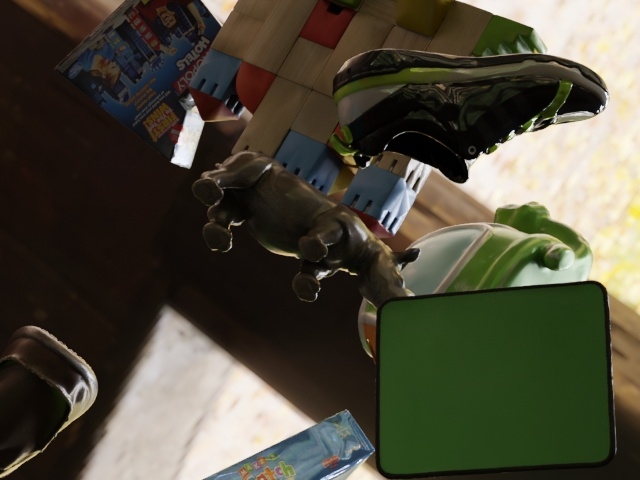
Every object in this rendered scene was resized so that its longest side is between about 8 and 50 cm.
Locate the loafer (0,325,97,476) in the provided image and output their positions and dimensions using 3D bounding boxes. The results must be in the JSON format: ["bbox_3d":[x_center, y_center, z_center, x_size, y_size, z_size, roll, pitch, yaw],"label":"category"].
[{"bbox_3d":[-0.397,0.237,2.236,0.130,0.133,0.366,-55,-178,-38],"label":"loafer"}]

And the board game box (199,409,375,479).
[{"bbox_3d":[-0.073,0.200,1.135,0.160,0.039,0.211,-22,159,-36],"label":"board game box"}]

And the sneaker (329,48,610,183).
[{"bbox_3d":[0.114,-0.087,1.339,0.234,0.097,0.084,0,164,-17],"label":"sneaker"}]

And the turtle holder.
[{"bbox_3d":[0.187,0.072,2.020,0.243,0.227,0.320,39,70,-54],"label":"turtle holder"}]

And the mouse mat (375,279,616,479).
[{"bbox_3d":[0.134,0.109,1.352,0.007,0.189,0.153,50,37,-61],"label":"mouse mat"}]

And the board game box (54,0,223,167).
[{"bbox_3d":[-0.183,-0.192,2.038,0.194,0.194,0.060,-41,163,12],"label":"board game box"}]

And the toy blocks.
[{"bbox_3d":[0.017,-0.149,1.805,0.261,0.381,0.191,-60,148,-7],"label":"toy blocks"}]

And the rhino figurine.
[{"bbox_3d":[0.000,0.000,1.545,0.073,0.243,0.106,-58,-177,32],"label":"rhino figurine"}]
